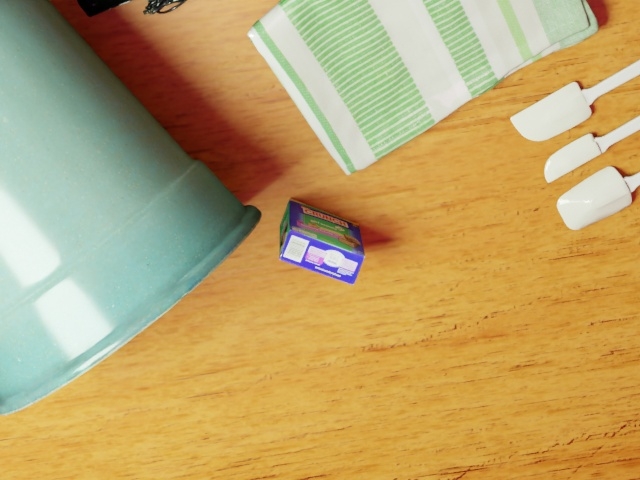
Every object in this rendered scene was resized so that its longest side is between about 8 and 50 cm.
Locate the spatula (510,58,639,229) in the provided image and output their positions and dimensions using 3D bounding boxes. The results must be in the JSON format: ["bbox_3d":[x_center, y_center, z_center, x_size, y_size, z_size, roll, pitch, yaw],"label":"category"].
[{"bbox_3d":[0.361,-0.130,1.299,0.242,0.019,0.168,-29,104,9],"label":"spatula"}]

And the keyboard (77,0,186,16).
[{"bbox_3d":[-0.173,-0.290,1.220,0.192,0.038,0.100,-19,88,7],"label":"keyboard"}]

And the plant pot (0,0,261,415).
[{"bbox_3d":[-0.296,-0.057,1.163,0.341,0.341,0.334,-35,100,12],"label":"plant pot"}]

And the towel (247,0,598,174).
[{"bbox_3d":[0.112,-0.226,1.198,0.325,0.038,0.248,-30,131,10],"label":"towel"}]

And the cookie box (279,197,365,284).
[{"bbox_3d":[0.000,0.000,1.292,0.092,0.107,0.040,20,109,-10],"label":"cookie box"}]
